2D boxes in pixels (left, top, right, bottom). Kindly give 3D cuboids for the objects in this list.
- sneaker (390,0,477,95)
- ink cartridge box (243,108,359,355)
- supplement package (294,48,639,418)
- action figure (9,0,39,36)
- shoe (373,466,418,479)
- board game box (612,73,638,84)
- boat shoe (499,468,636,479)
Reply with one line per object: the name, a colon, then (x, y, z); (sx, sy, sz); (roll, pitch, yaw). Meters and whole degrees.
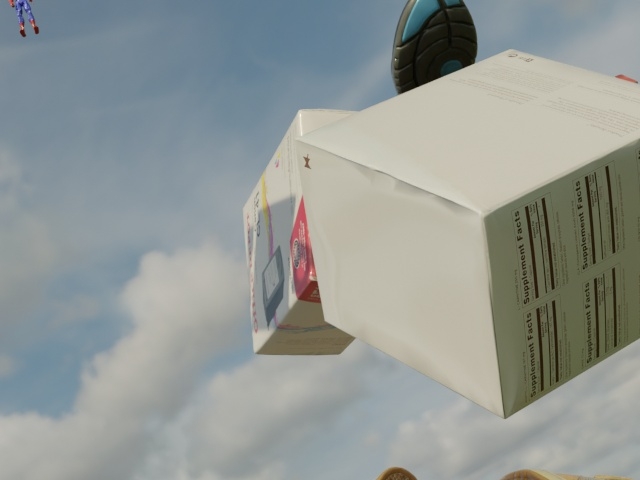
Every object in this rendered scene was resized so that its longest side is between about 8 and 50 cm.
sneaker: (0.157, -0.244, 1.975); (0.125, 0.140, 0.341); (-10, -45, -4)
ink cartridge box: (0.000, 0.000, 1.689); (0.131, 0.226, 0.306); (2, -22, -17)
supplement package: (0.127, -0.015, 0.908); (0.203, 0.194, 0.149); (-25, -60, -28)
action figure: (-0.494, -0.391, 2.223); (0.038, 0.115, 0.030); (-18, -29, -7)
shoe: (0.036, 0.325, 1.377); (0.219, 0.076, 0.058); (-48, 2, -42)
board game box: (0.233, -0.005, 1.258); (0.145, 0.027, 0.281); (-20, -57, -22)
boat shoe: (0.277, 0.291, 1.316); (0.110, 0.122, 0.341); (7, -8, -21)
